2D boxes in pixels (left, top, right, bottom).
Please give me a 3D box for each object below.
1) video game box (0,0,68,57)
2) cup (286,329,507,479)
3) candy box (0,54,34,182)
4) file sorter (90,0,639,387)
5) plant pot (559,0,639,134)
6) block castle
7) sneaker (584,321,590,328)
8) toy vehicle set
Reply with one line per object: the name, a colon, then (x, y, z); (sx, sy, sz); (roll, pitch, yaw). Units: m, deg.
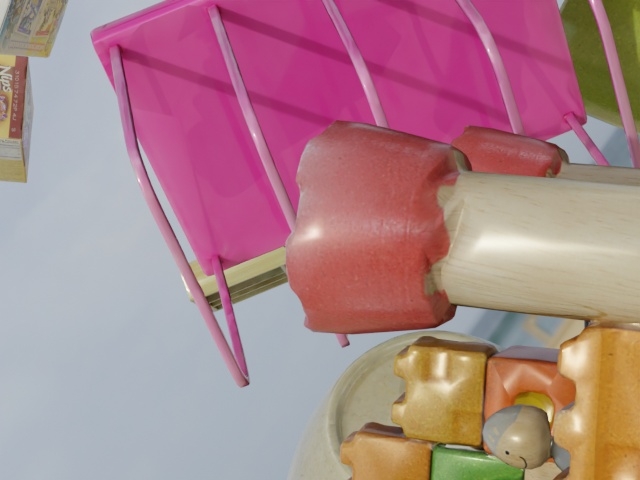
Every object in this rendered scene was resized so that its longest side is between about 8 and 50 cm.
video game box: (-0.268, -0.266, 1.390); (0.205, 0.048, 0.187); (-55, -16, -83)
cup: (0.108, 0.211, 1.284); (0.331, 0.331, 0.237); (-51, -32, -26)
candy box: (-0.389, -0.150, 1.844); (0.186, 0.053, 0.109); (125, 148, -72)
file sorter: (0.037, -0.064, 0.923); (0.291, 0.202, 0.182); (-22, 36, 1)
plant pot: (0.357, -0.162, 1.151); (0.274, 0.294, 0.275); (-56, -9, -13)
block castle: (0.073, 0.172, 0.695); (0.303, 0.213, 0.453); (-13, -73, -69)
sneaker: (0.202, 0.035, 0.928); (0.075, 0.063, 0.170); (-117, 34, -59)
toy vehicle set: (0.000, 0.000, 1.442); (0.267, 0.035, 0.166); (-22, -7, 1)
